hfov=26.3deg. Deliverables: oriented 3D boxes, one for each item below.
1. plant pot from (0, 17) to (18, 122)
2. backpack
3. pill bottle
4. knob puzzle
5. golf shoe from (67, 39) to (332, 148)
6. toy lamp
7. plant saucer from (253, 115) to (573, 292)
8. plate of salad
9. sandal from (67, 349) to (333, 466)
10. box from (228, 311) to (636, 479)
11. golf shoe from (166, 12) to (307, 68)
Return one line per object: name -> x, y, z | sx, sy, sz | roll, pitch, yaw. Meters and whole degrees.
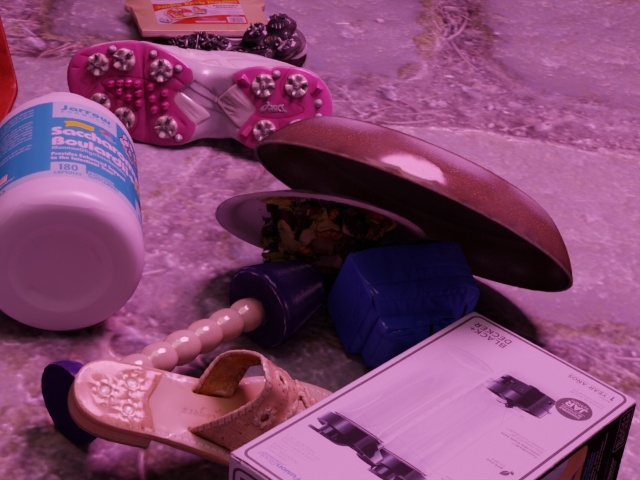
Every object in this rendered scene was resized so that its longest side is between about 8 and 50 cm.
plant pot -> -0.483, -0.209, 1.433 | 0.236, 0.267, 0.267 | -7, 31, 3
backpack -> 0.081, 0.059, 1.221 | 0.120, 0.098, 0.101 | -10, 63, -26
pill bottle -> -0.242, -0.043, 1.280 | 0.146, 0.146, 0.264 | 0, 31, -11
knob puzzle -> -0.171, -0.310, 1.862 | 0.213, 0.030, 0.213 | 4, 31, -2
golf shoe -> -0.134, -0.168, 1.575 | 0.306, 0.115, 0.140 | 11, 15, 3
toy lamp -> -0.106, 0.083, 1.160 | 0.080, 0.080, 0.275 | 30, 38, 35
plant saucer -> 0.089, -0.038, 1.236 | 0.311, 0.050, 0.310 | 23, -7, 3
plate of salad -> 0.000, 0.000, 1.259 | 0.200, 0.200, 0.048 | 9, 72, 4
sandal -> -0.066, 0.121, 1.043 | 0.240, 0.079, 0.088 | 10, 52, -21
box -> 0.086, 0.173, 1.031 | 0.169, 0.087, 0.290 | 28, 36, 33
golf shoe -> -0.109, -0.214, 1.683 | 0.198, 0.094, 0.077 | -8, 70, 15
